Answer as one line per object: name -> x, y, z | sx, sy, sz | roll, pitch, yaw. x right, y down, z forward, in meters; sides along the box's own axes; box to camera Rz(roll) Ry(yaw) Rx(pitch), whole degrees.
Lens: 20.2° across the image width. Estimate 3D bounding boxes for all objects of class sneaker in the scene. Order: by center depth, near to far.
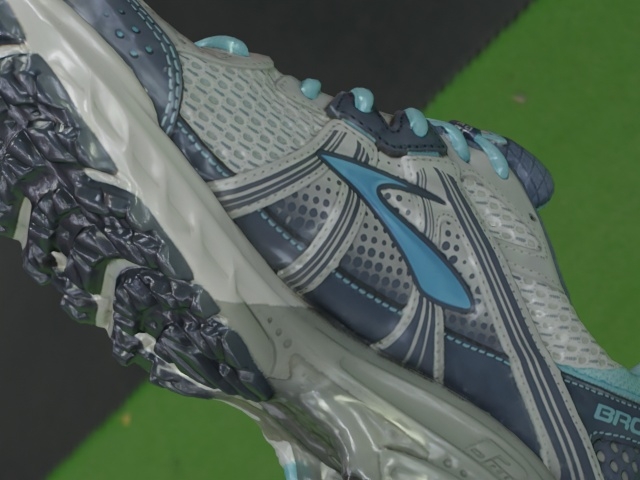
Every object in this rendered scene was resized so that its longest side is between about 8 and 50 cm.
sneaker -> 0.000, 0.000, 0.548 | 0.122, 0.283, 0.110 | -50, 18, -24
